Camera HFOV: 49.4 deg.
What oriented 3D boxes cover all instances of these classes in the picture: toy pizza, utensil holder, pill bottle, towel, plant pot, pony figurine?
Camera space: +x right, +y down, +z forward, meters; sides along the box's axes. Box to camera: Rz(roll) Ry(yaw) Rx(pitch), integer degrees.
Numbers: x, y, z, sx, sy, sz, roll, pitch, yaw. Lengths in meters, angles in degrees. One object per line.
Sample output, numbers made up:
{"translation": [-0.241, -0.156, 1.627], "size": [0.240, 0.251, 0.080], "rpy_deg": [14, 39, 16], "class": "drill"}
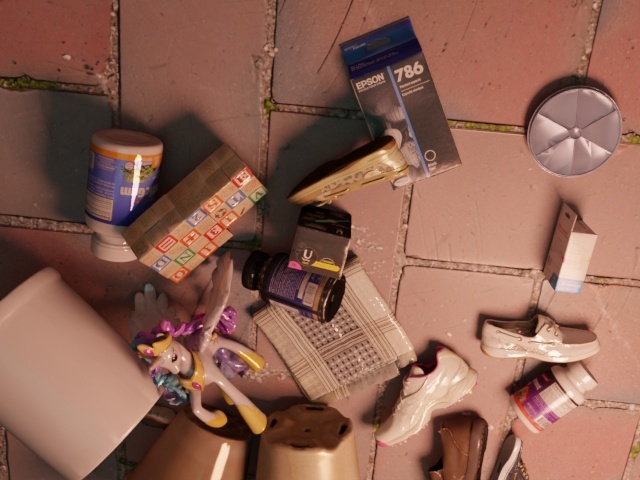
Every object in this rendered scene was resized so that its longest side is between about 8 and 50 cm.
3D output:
{"translation": [0.547, -0.235, 1.505], "size": [0.201, 0.032, 0.201], "rpy_deg": [1, 111, 2], "class": "toy pizza"}
{"translation": [-0.592, 0.306, 1.579], "size": [0.327, 0.327, 0.385], "rpy_deg": [-43, 97, 16], "class": "utensil holder"}
{"translation": [0.567, 0.371, 1.687], "size": [0.193, 0.108, 0.108], "rpy_deg": [-41, 104, 15], "class": "pill bottle"}
{"translation": [0.039, 0.239, 1.690], "size": [0.312, 0.056, 0.324], "rpy_deg": [-29, 107, 12], "class": "towel"}
{"translation": [-0.311, 0.572, 1.720], "size": [0.323, 0.323, 0.280], "rpy_deg": [23, 94, -6], "class": "plant pot"}
{"translation": [-0.063, 0.098, 1.583], "size": [0.219, 0.123, 0.122], "rpy_deg": [19, 112, 19], "class": "pill bottle"}
{"translation": [-0.031, 0.581, 1.686], "size": [0.334, 0.334, 0.305], "rpy_deg": [0, 105, 3], "class": "plant pot"}
{"translation": [-0.437, -0.097, 1.536], "size": [0.152, 0.152, 0.272], "rpy_deg": [11, 111, -1], "class": "pill bottle"}
{"translation": [-0.273, 0.237, 1.583], "size": [0.303, 0.351, 0.363], "rpy_deg": [-29, 125, 17], "class": "pony figurine"}

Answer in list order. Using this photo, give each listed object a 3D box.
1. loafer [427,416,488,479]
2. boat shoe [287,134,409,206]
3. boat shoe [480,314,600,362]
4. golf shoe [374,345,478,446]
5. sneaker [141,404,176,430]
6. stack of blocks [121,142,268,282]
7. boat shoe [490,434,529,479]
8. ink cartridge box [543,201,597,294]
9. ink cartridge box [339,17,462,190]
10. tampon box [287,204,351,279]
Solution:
{"translation": [0.343, 0.612, 1.792], "size": [0.130, 0.134, 0.365], "rpy_deg": [11, 102, 23], "class": "loafer"}
{"translation": [0.053, -0.128, 1.504], "size": [0.285, 0.104, 0.089], "rpy_deg": [-22, 113, 32], "class": "boat shoe"}
{"translation": [0.520, 0.223, 1.640], "size": [0.277, 0.098, 0.096], "rpy_deg": [-1, 111, 4], "class": "boat shoe"}
{"translation": [0.236, 0.382, 1.715], "size": [0.306, 0.115, 0.140], "rpy_deg": [-41, 95, 7], "class": "golf shoe"}
{"translation": [-0.453, 0.450, 1.790], "size": [0.158, 0.061, 0.065], "rpy_deg": [25, 116, -6], "class": "sneaker"}
{"translation": [-0.263, -0.055, 1.524], "size": [0.297, 0.171, 0.087], "rpy_deg": [-41, 64, 0], "class": "stack of blocks"}
{"translation": [0.505, 0.579, 1.794], "size": [0.083, 0.065, 0.183], "rpy_deg": [12, 117, -3], "class": "boat shoe"}
{"translation": [0.562, 0.016, 1.558], "size": [0.062, 0.104, 0.181], "rpy_deg": [8, 111, -1], "class": "ink cartridge box"}
{"translation": [0.172, -0.286, 1.487], "size": [0.165, 0.065, 0.332], "rpy_deg": [-21, 107, 11], "class": "ink cartridge box"}
{"translation": [0.000, 0.000, 1.547], "size": [0.120, 0.161, 0.101], "rpy_deg": [14, 110, -2], "class": "tampon box"}
